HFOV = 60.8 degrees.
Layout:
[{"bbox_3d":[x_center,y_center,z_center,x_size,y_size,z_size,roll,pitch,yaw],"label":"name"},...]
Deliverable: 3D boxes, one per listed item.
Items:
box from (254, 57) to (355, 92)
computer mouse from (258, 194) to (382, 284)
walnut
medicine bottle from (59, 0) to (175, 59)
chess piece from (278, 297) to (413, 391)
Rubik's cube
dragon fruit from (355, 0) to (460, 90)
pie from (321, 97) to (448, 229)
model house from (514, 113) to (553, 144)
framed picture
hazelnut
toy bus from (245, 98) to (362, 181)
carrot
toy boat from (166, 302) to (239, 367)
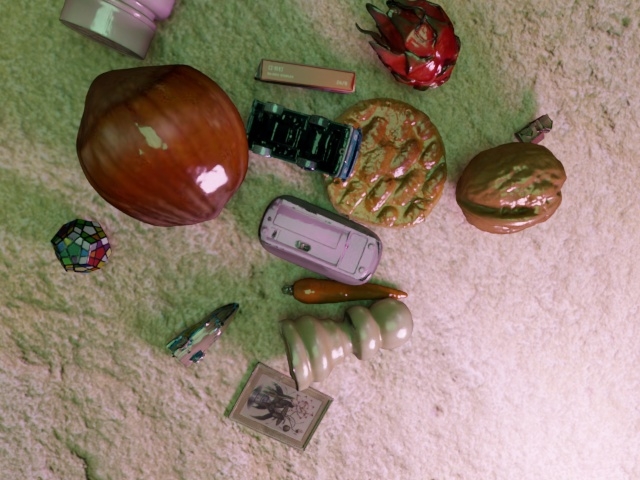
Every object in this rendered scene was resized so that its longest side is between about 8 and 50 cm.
[{"bbox_3d":[-0.039,-0.384,1.279,0.230,0.123,0.050,6,101,-9],"label":"box"},{"bbox_3d":[0.000,0.000,1.355,0.311,0.072,0.158,22,86,-4],"label":"computer mouse"},{"bbox_3d":[0.455,-0.128,1.331,0.257,0.257,0.224,-18,136,-5],"label":"walnut"},{"bbox_3d":[-0.394,-0.601,1.158,0.214,0.213,0.378,22,94,-10],"label":"medicine bottle"},{"bbox_3d":[0.073,0.241,1.359,0.331,0.182,0.182,-15,99,-11],"label":"chess piece"},{"bbox_3d":[-0.555,0.014,1.268,0.112,0.133,0.133,-29,101,-30],"label":"Rubik's cube"},{"bbox_3d":[0.211,-0.461,1.258,0.274,0.193,0.192,41,47,-32],"label":"dragon fruit"},{"bbox_3d":[0.157,-0.189,1.354,0.340,0.083,0.339,-1,98,-5],"label":"pie"},{"bbox_3d":[0.554,-0.277,1.404,0.083,0.057,0.058,-36,96,-4],"label":"model house"},{"bbox_3d":[-0.102,0.440,1.434,0.231,0.010,0.173,27,93,-10],"label":"framed picture"},{"bbox_3d":[-0.339,-0.198,1.171,0.373,0.315,0.372,5,114,11],"label":"hazelnut"},{"bbox_3d":[-0.035,-0.227,1.243,0.256,0.147,0.128,20,99,22],"label":"toy bus"},{"bbox_3d":[0.066,0.130,1.391,0.336,0.069,0.069,2,97,-11],"label":"carrot"},{"bbox_3d":[-0.283,0.229,1.361,0.210,0.066,0.084,-42,113,-12],"label":"toy boat"}]
